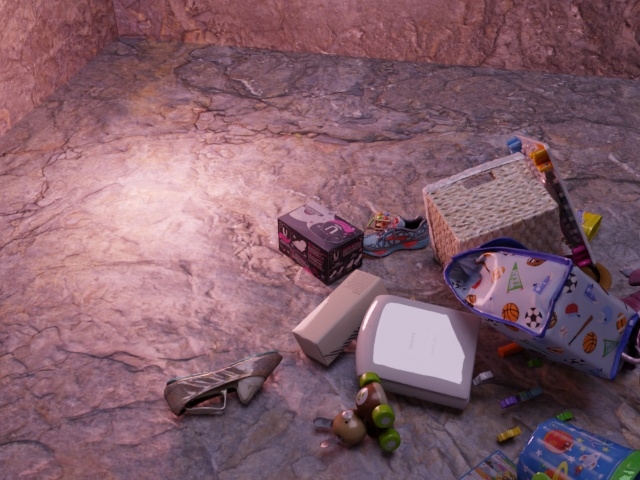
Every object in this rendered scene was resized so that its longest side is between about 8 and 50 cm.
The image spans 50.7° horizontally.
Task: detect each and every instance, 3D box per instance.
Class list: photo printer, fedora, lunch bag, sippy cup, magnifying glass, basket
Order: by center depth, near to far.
[{"bbox_3d":[0.557,0.507,1.455,0.224,0.305,0.240,29,70,41],"label":"sippy cup"},{"bbox_3d":[0.541,0.159,1.725,0.385,0.327,0.239,12,73,59],"label":"lunch bag"},{"bbox_3d":[0.248,0.282,1.765,0.307,0.107,0.256,13,62,8],"label":"photo printer"},{"bbox_3d":[0.605,0.285,1.909,0.230,0.026,0.092,-13,39,-20],"label":"magnifying glass"},{"bbox_3d":[0.516,-0.024,2.026,0.328,0.331,0.266,-20,45,0],"label":"basket"},{"bbox_3d":[0.791,0.127,2.071,0.194,0.079,0.194,0,41,0],"label":"fedora"}]

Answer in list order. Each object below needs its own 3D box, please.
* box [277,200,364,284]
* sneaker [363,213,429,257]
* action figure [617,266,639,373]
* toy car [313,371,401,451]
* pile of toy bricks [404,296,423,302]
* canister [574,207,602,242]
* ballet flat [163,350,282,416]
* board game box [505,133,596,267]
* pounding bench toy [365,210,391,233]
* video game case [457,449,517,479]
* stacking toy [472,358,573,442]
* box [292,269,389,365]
[{"bbox_3d":[0.000,0.000,2.175,0.163,0.142,0.247,-28,46,-32],"label":"box"},{"bbox_3d":[0.237,-0.031,2.232,0.261,0.125,0.104,-12,38,-16],"label":"sneaker"},{"bbox_3d":[0.877,0.174,1.836,0.370,0.276,0.248,-36,67,-2],"label":"action figure"},{"bbox_3d":[0.078,0.431,1.626,0.188,0.149,0.155,-17,28,-3],"label":"toy car"},{"bbox_3d":[0.309,0.252,1.901,0.212,0.118,0.105,26,70,7],"label":"pile of toy bricks"},{"bbox_3d":[0.863,-0.065,2.330,0.169,0.073,0.126,24,43,30],"label":"canister"},{"bbox_3d":[-0.237,0.378,1.731,0.315,0.108,0.106,-16,60,-12],"label":"ballet flat"},{"bbox_3d":[0.703,-0.131,2.093,0.050,0.390,0.390,-24,10,8],"label":"board game box"},{"bbox_3d":[0.198,-0.065,2.325,0.083,0.065,0.052,7,38,9],"label":"pounding bench toy"},{"bbox_3d":[0.396,0.563,1.546,0.166,0.015,0.119,-24,43,-29],"label":"video game case"},{"bbox_3d":[0.507,0.399,1.703,0.221,0.052,0.167,-9,61,-23],"label":"stacking toy"},{"bbox_3d":[0.062,0.209,1.873,0.275,0.094,0.113,-42,35,-23],"label":"box"}]
